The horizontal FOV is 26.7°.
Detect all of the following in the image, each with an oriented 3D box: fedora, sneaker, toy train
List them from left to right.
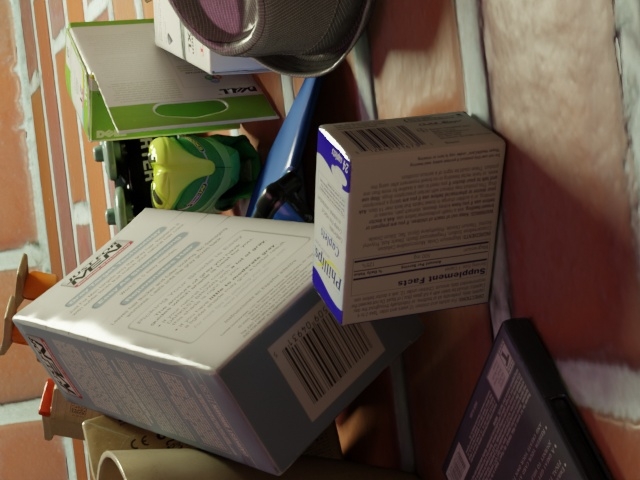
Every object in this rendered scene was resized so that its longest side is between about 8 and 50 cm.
[{"bbox_3d":[-0.238,-0.113,1.847,0.190,0.142,0.334,132,129,-78],"label":"toy train"},{"bbox_3d":[-0.129,-0.067,1.577,0.295,0.123,0.109,-111,20,-88],"label":"sneaker"},{"bbox_3d":[-0.067,-0.272,1.190,0.243,0.124,0.275,1,105,48],"label":"fedora"}]

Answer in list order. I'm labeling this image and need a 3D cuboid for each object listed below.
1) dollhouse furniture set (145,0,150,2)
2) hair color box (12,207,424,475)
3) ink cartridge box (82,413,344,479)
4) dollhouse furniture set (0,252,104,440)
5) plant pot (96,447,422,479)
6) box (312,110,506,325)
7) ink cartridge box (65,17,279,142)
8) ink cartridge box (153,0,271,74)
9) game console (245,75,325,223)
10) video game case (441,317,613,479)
[{"bbox_3d":[-0.220,-0.429,1.570,0.242,0.212,0.161,64,179,-41],"label":"dollhouse furniture set"},{"bbox_3d":[-0.105,0.075,1.213,0.374,0.185,0.114,7,132,53],"label":"hair color box"},{"bbox_3d":[-0.095,0.229,1.331,0.088,0.234,0.193,-116,11,-46],"label":"ink cartridge box"},{"bbox_3d":[-0.299,0.137,1.815,0.135,0.262,0.259,110,170,-49],"label":"dollhouse furniture set"},{"bbox_3d":[-0.035,0.291,1.180,0.256,0.274,0.256,174,90,-71],"label":"plant pot"},{"bbox_3d":[0.063,-0.018,1.012,0.072,0.126,0.137,-131,39,-56],"label":"box"},{"bbox_3d":[-0.176,-0.159,1.552,0.255,0.188,0.097,-121,30,-49],"label":"ink cartridge box"},{"bbox_3d":[-0.108,-0.281,1.446,0.237,0.100,0.172,-144,50,-64],"label":"ink cartridge box"},{"bbox_3d":[0.000,0.000,1.354,0.250,0.173,0.293,46,153,8],"label":"game console"},{"bbox_3d":[0.166,0.221,0.960,0.196,0.026,0.274,104,151,-46],"label":"video game case"}]
